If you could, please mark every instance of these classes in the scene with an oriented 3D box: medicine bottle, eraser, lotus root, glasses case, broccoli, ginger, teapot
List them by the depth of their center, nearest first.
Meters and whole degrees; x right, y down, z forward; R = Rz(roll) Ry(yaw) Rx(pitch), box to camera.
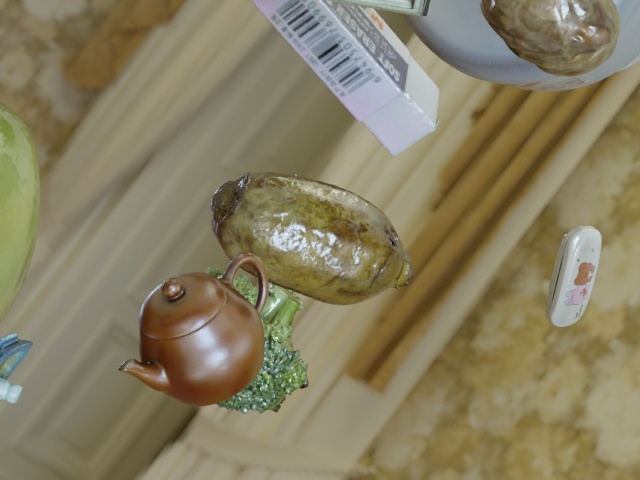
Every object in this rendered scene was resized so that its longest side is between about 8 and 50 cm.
[{"bbox_3d":[0.174,-0.165,1.234,0.104,0.080,0.204,35,9,12],"label":"ginger"},{"bbox_3d":[0.190,0.027,1.254,0.032,0.083,0.021,-8,32,-32],"label":"glasses case"},{"bbox_3d":[-0.106,0.072,1.440,0.116,0.173,0.116,32,-32,23],"label":"teapot"},{"bbox_3d":[0.223,-0.265,1.608,0.245,0.245,0.306,38,16,18],"label":"medicine bottle"},{"bbox_3d":[0.000,0.000,1.849,0.260,0.128,0.145,22,6,-29],"label":"lotus root"},{"bbox_3d":[-0.100,0.127,2.107,0.198,0.176,0.226,52,21,1],"label":"broccoli"},{"bbox_3d":[0.032,-0.246,2.109,0.287,0.086,0.130,47,25,-22],"label":"eraser"}]

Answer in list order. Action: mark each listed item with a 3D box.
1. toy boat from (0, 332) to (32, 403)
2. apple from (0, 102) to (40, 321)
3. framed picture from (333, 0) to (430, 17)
[{"bbox_3d":[-0.355,0.190,1.644,0.098,0.238,0.109,23,-24,5],"label":"toy boat"},{"bbox_3d":[-0.396,-0.023,1.555,0.279,0.279,0.279,37,1,-1],"label":"apple"},{"bbox_3d":[-0.033,-0.248,1.104,0.252,0.197,0.014,9,38,-4],"label":"framed picture"}]
